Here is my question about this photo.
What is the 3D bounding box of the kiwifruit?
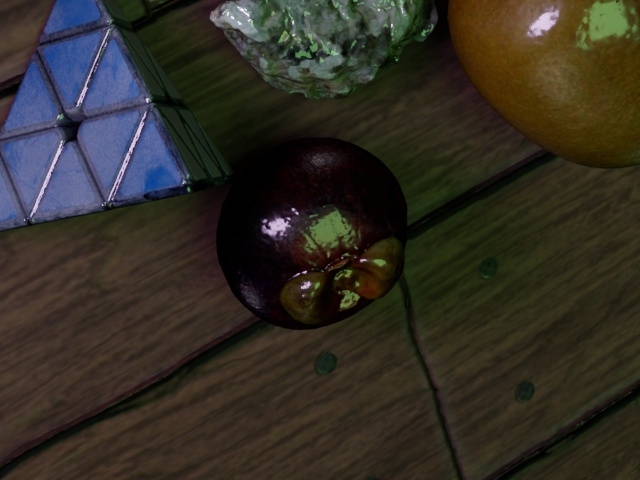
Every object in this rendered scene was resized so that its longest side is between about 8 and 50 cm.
[{"bbox_3d":[0.211,-0.159,1.234,0.234,0.196,0.196,26,93,-38],"label":"kiwifruit"}]

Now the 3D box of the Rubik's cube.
[{"bbox_3d":[-0.130,-0.085,1.078,0.211,0.178,0.191,-18,112,-25],"label":"Rubik's cube"}]

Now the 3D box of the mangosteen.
[{"bbox_3d":[0.000,0.000,1.193,0.152,0.152,0.153,-10,112,-26],"label":"mangosteen"}]

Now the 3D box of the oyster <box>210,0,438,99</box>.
[{"bbox_3d":[0.008,-0.162,1.195,0.177,0.064,0.125,-30,115,-20],"label":"oyster"}]
